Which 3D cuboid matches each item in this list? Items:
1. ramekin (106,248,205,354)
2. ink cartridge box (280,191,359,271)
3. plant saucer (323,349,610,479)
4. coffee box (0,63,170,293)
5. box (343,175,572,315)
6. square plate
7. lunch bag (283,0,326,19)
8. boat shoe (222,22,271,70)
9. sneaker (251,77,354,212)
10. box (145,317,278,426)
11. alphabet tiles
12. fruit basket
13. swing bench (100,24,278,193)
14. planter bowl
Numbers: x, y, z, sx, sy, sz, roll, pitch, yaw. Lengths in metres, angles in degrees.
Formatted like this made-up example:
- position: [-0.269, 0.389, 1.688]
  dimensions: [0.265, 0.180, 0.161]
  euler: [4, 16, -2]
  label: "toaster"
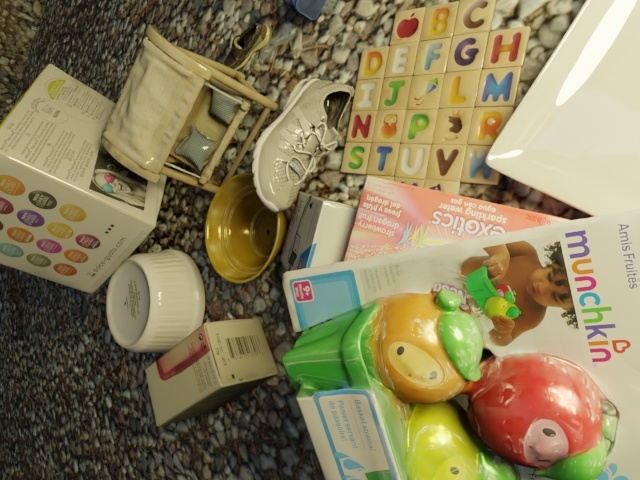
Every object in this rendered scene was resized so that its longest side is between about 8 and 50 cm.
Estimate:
- position: [-0.419, 0.152, 1.038]
  dimensions: [0.273, 0.127, 0.273]
  euler: [-4, 83, 38]
  label: "ramekin"
- position: [0.000, 0.000, 0.693]
  dimensions: [0.191, 0.082, 0.139]
  euler: [-146, 70, -71]
  label: "ink cartridge box"
- position: [0.181, 0.299, 0.571]
  dimensions: [0.400, 0.100, 0.400]
  euler: [-5, 82, 38]
  label: "plant saucer"
- position: [-0.606, -0.135, 1.014]
  dimensions: [0.338, 0.334, 0.338]
  euler: [-37, 40, 29]
  label: "coffee box"
- position: [0.200, 0.022, 0.541]
  dimensions: [0.300, 0.154, 0.142]
  euler: [19, 98, 34]
  label: "box"
- position: [0.425, -0.159, 0.455]
  dimensions: [0.347, 0.049, 0.344]
  euler: [40, 110, 34]
  label: "square plate"
- position: [-0.029, -0.494, 0.830]
  dimensions: [0.098, 0.067, 0.065]
  euler: [-53, 57, 23]
  label: "lunch bag"
- position: [-0.178, -0.444, 0.954]
  dimensions: [0.152, 0.049, 0.056]
  euler: [-27, 70, 34]
  label: "boat shoe"
- position: [-0.028, -0.178, 0.733]
  dimensions: [0.115, 0.105, 0.281]
  euler: [7, 69, 35]
  label: "sneaker"
- position: [-0.228, 0.269, 0.863]
  dimensions: [0.232, 0.149, 0.127]
  euler: [-37, 64, 29]
  label: "box"
- position: [0.168, -0.215, 0.686]
  dimensions: [0.285, 0.011, 0.342]
  euler: [13, 94, 38]
  label: "alphabet tiles"
- position: [0.145, 0.161, 0.405]
  dimensions: [0.353, 0.165, 0.327]
  euler: [-10, 103, 33]
  label: "fruit basket"
- position: [-0.277, -0.254, 0.883]
  dimensions: [0.165, 0.255, 0.253]
  euler: [48, 114, 31]
  label: "swing bench"
- position: [-0.133, -0.021, 0.852]
  dimensions: [0.217, 0.090, 0.217]
  euler: [-5, 82, 38]
  label: "planter bowl"
